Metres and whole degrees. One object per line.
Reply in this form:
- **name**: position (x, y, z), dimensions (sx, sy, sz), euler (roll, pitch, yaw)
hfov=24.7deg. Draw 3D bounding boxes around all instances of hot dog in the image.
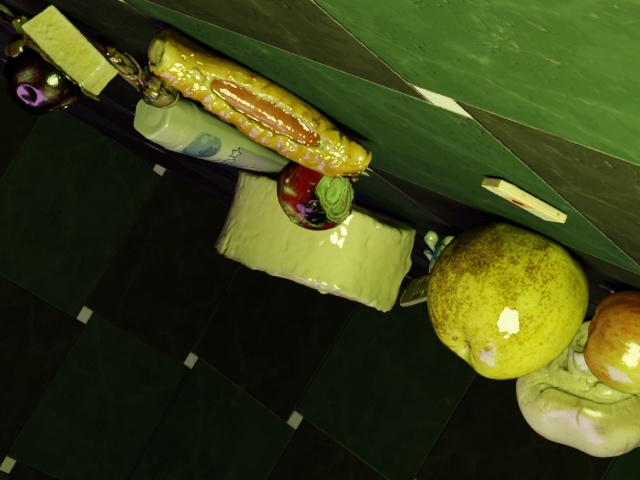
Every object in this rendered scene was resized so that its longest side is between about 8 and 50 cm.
- **hot dog**: position (-0.069, -0.147, 1.637), dimensions (0.289, 0.068, 0.083), euler (27, -176, -24)

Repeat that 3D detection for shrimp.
- **shrimp**: position (-0.252, -0.227, 1.992), dimensions (0.143, 0.052, 0.251), euler (34, 175, -11)

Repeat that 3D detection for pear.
- **pear**: position (0.225, 0.077, 1.786), dimensions (0.197, 0.197, 0.197), euler (27, 177, 2)

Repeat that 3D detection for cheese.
- **cheese**: position (0.003, -0.002, 2.362), dimensions (0.292, 0.153, 0.332), euler (17, -175, -35)

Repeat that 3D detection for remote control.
- **remote control**: position (-0.482, -0.341, 2.197), dimensions (0.059, 0.028, 0.212), euler (25, 176, 13)

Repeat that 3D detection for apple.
- **apple**: position (0.379, 0.125, 1.792), dimensions (0.102, 0.126, 0.126), euler (19, 177, 0)

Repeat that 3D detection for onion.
- **onion**: position (-0.009, -0.071, 2.075), dimensions (0.118, 0.118, 0.117), euler (24, 143, 42)

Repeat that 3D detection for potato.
- **potato**: position (-0.328, -0.247, 1.925), dimensions (0.122, 0.061, 0.086), euler (44, -178, 11)

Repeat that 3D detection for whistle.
- **whistle**: position (0.203, 0.027, 2.194), dimensions (0.114, 0.077, 0.235), euler (40, 173, 11)

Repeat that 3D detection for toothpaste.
- **toothpaste**: position (-0.140, -0.150, 2.267), dimensions (0.125, 0.080, 0.371), euler (20, -178, 36)

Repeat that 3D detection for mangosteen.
- **mangosteen**: position (-0.411, -0.264, 2.154), dimensions (0.151, 0.137, 0.137), euler (63, 163, -19)

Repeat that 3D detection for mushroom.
- **mushroom**: position (0.461, 0.230, 2.445), dimensions (0.260, 0.234, 0.254), euler (-9, -144, -5)

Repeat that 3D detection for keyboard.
- **keyboard**: position (0.428, 0.093, 1.947), dimensions (0.067, 0.011, 0.202), euler (24, 176, 31)

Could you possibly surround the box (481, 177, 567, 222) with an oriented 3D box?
- **box**: position (0.211, -0.042, 1.512), dimensions (0.083, 0.012, 0.046), euler (28, 177, -17)

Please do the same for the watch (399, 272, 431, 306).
- **watch**: position (0.237, 0.084, 2.101), dimensions (0.165, 0.102, 0.268), euler (19, 168, -17)

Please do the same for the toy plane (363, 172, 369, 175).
- **toy plane**: position (0.022, -0.108, 1.853), dimensions (0.049, 0.031, 0.121), euler (16, 169, 26)
